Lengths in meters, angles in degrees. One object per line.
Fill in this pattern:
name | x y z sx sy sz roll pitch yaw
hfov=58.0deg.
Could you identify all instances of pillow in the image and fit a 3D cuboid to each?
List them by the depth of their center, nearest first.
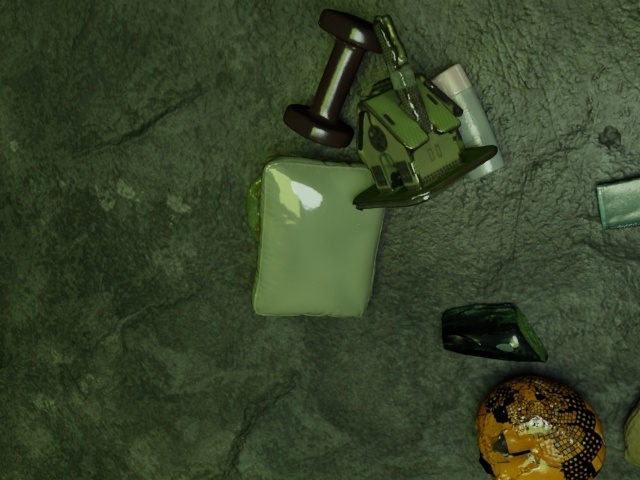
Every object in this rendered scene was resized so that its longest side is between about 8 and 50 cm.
pillow | 0.000 0.000 1.119 0.256 0.119 0.322 3 111 -14

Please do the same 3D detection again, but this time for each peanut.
peanut | 0.616 0.324 1.043 0.099 0.090 0.214 12 114 -15

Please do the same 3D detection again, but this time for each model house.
model house | 0.120 -0.216 0.947 0.218 0.205 0.278 -1 118 61

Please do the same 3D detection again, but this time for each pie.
pie | -0.075 -0.057 1.203 0.187 0.041 0.186 6 108 18

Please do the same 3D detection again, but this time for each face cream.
face cream | 0.255 -0.208 1.029 0.084 0.057 0.198 -23 96 36

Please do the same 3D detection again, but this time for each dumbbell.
dumbbell | 0.030 -0.289 1.043 0.140 0.124 0.225 37 117 25

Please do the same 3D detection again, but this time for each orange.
orange | 0.407 0.368 1.081 0.235 0.182 0.234 3 97 25

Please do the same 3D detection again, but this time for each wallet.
wallet | 0.543 -0.068 0.982 0.129 0.026 0.088 -12 106 22

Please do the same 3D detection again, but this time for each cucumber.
cucumber | 0.331 0.185 1.113 0.193 0.086 0.115 -1 108 27
